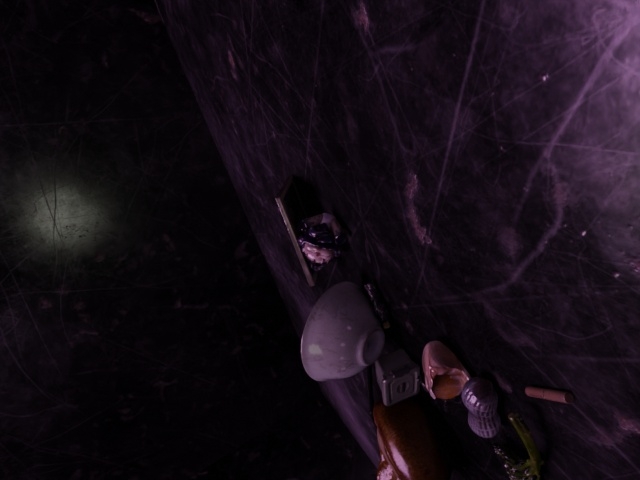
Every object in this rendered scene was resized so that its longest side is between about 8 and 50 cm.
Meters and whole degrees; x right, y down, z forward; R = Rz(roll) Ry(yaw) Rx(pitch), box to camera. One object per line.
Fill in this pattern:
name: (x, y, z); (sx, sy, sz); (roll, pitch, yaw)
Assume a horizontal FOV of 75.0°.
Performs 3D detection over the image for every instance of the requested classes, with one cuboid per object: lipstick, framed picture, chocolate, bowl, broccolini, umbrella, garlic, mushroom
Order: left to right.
framed picture: (-0.065, -0.038, 1.396); (0.240, 0.021, 0.323); (-75, -32, -65)
bowl: (0.100, 0.288, 1.232); (0.146, 0.313, 0.313); (13, 133, 38)
umbrella: (0.169, 0.186, 1.209); (0.037, 0.040, 0.143); (-29, -83, -79)
mushroom: (0.258, 0.670, 1.299); (0.345, 0.260, 0.345); (59, 178, 4)
garlic: (0.285, 0.319, 0.982); (0.124, 0.099, 0.174); (-114, 7, -50)
chocolate: (0.345, 0.357, 0.892); (0.072, 0.072, 0.166); (37, 152, 56)
broccolini: (0.395, 0.415, 0.848); (0.123, 0.062, 0.271); (18, 140, 47)
lipstick: (0.386, 0.261, 0.707); (0.018, 0.019, 0.094); (61, 164, 6)

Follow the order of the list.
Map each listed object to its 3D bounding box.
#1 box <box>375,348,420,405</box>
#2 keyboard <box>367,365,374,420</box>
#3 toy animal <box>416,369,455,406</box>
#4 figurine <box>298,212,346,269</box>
box: (0.227, 0.409, 1.261); (0.092, 0.124, 0.172); (-120, 14, -46)
keyboard: (0.179, 0.509, 1.498); (0.087, 0.017, 0.250); (73, -166, -45)
toy animal: (0.310, 0.391, 1.100); (0.064, 0.047, 0.136); (59, 163, -8)
figurine: (0.000, 0.000, 1.293); (0.145, 0.146, 0.222); (55, 157, 23)
